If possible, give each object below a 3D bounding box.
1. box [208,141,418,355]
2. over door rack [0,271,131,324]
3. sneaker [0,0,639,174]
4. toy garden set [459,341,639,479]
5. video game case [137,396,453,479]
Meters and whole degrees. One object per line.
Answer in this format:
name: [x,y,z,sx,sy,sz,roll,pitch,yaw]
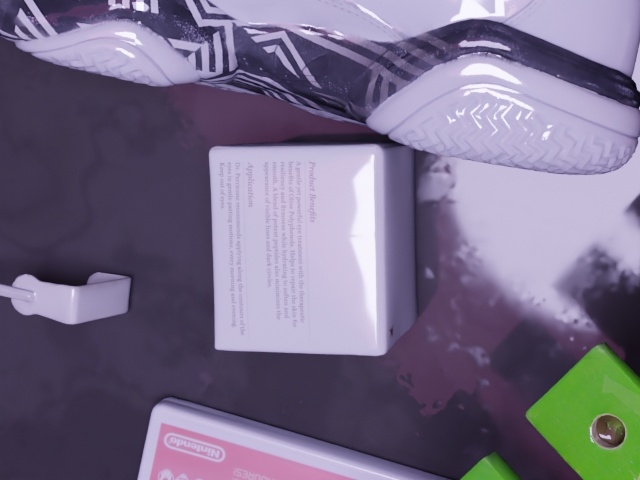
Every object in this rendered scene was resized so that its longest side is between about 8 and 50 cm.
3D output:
box: [0.000,0.000,0.615,0.087,0.102,0.101,0,96,15]
over door rack: [-0.283,0.114,0.692,0.324,0.108,0.239,9,99,12]
sneaker: [-0.008,-0.168,0.584,0.366,0.137,0.210,14,99,6]
toy garden set: [0.150,0.149,0.479,0.204,0.049,0.244,48,112,17]
video game case: [-0.027,0.251,0.691,0.204,0.025,0.285,15,100,11]
